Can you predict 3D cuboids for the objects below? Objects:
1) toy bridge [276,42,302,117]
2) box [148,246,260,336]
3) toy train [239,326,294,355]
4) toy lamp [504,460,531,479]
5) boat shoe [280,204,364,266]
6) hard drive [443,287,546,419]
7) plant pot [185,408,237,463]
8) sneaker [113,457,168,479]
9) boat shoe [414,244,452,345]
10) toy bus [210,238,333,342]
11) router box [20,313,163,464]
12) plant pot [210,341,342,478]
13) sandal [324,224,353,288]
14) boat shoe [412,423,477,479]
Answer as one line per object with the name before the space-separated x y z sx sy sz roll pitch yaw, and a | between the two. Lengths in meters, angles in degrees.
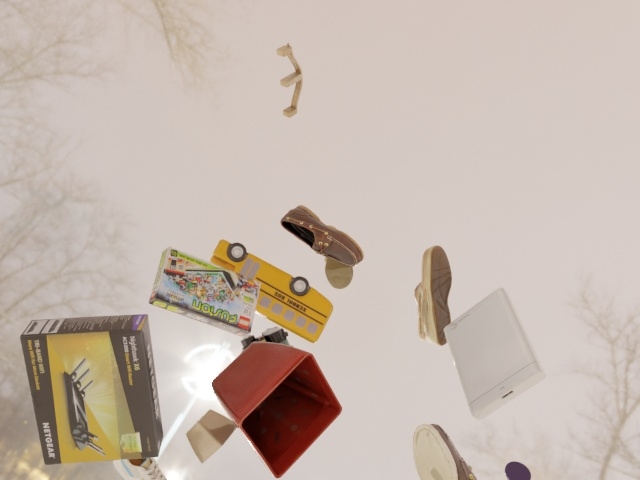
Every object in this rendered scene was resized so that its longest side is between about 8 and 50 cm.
toy bridge | -0.072 -0.403 1.808 0.026 0.063 0.188 26 -43 32
box | -0.223 0.102 1.421 0.207 0.114 0.036 23 -31 -26
toy train | -0.149 0.463 2.499 0.334 0.190 0.142 65 -15 3
toy lamp | 0.493 0.710 1.977 0.080 0.080 0.275 23 -50 17
boat shoe | 0.000 0.000 1.659 0.207 0.073 0.073 33 -49 17
hard drive | 0.495 0.321 2.110 0.233 0.353 0.047 -40 -61 21
plant pot | -0.322 0.557 2.096 0.096 0.109 0.109 45 -62 1
sneaker | -0.487 0.669 2.049 0.228 0.087 0.092 40 -51 5
boat shoe | 0.361 0.182 2.414 0.110 0.121 0.341 8 -74 44
toy bus | -0.131 0.125 1.836 0.332 0.130 0.108 28 -11 -1
router box | -0.470 0.312 1.517 0.242 0.081 0.309 -4 -70 -3
plant pot | -0.143 0.436 2.009 0.235 0.267 0.267 24 -32 46
sandal | 0.051 0.034 2.181 0.088 0.079 0.240 -4 -50 13
boat shoe | 0.321 0.583 1.717 0.116 0.096 0.325 -37 -109 43
